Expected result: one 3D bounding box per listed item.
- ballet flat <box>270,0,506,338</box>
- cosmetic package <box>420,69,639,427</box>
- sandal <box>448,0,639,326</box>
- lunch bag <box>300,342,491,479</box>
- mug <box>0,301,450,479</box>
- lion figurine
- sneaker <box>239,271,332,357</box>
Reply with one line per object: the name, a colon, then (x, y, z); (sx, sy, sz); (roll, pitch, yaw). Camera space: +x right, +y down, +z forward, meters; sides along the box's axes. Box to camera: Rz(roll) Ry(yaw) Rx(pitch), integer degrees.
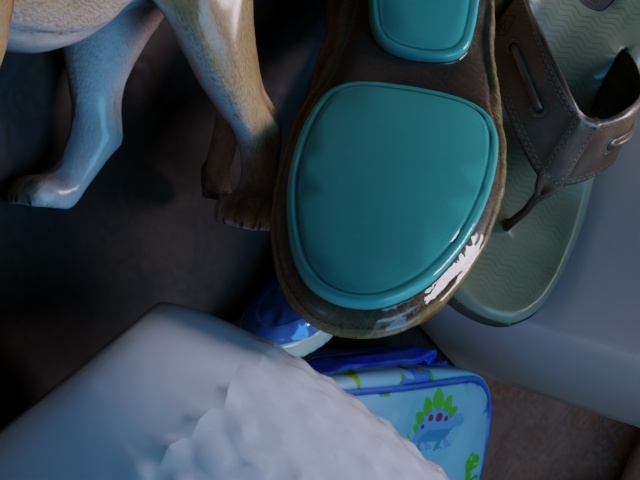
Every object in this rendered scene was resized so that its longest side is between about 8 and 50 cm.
ballet flat: (0.037, -0.059, 1.001); (0.124, 0.116, 0.342); (102, -4, -51)
cosmetic package: (0.246, 0.020, 1.151); (0.155, 0.366, 0.197); (46, 65, -51)
sandal: (0.139, -0.097, 1.082); (0.120, 0.086, 0.302); (27, 82, -14)
lunch bag: (0.009, 0.150, 1.133); (0.219, 0.090, 0.176); (-2, 106, -50)
mug: (-0.070, 0.234, 0.878); (0.374, 0.276, 0.328); (-40, 92, -24)
lion figurine: (-0.126, -0.130, 0.844); (0.392, 0.142, 0.240); (1, 96, -66)
sneaker: (-0.001, 0.000, 1.085); (0.152, 0.058, 0.084); (-42, 139, -39)
